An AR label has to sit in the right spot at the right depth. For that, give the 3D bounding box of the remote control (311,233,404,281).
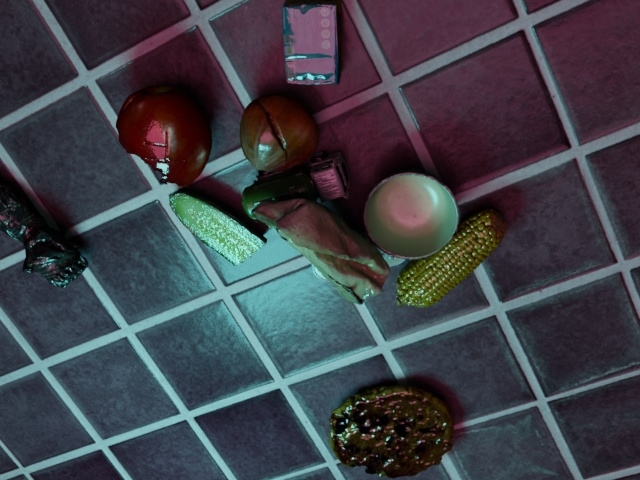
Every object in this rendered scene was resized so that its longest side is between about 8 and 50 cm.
[{"bbox_3d":[0.095,0.037,1.836,0.244,0.047,0.087,-15,117,15],"label":"remote control"}]

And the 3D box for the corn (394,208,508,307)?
[{"bbox_3d":[0.295,0.048,1.771,0.119,0.119,0.322,41,115,-12],"label":"corn"}]

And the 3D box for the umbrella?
[{"bbox_3d":[-0.725,-0.019,1.874,0.128,0.154,0.336,-40,106,15],"label":"umbrella"}]

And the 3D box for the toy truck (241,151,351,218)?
[{"bbox_3d":[-0.057,-0.120,1.735,0.242,0.125,0.101,-15,113,15],"label":"toy truck"}]

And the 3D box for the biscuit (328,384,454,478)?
[{"bbox_3d":[0.189,0.507,2.045,0.334,0.081,0.289,-11,114,10],"label":"biscuit"}]

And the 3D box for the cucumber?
[{"bbox_3d":[-0.250,-0.047,1.836,0.244,0.063,0.115,38,122,-11],"label":"cucumber"}]

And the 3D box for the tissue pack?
[{"bbox_3d":[-0.015,-0.418,1.598,0.120,0.082,0.169,1,117,7],"label":"tissue pack"}]

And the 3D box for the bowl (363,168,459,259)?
[{"bbox_3d":[0.203,-0.073,1.722,0.211,0.112,0.211,3,116,5],"label":"bowl"}]

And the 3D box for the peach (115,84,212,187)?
[{"bbox_3d":[-0.345,-0.224,1.694,0.190,0.196,0.226,15,122,39],"label":"peach"}]

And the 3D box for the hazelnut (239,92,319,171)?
[{"bbox_3d":[-0.100,-0.238,1.661,0.182,0.182,0.182,4,117,7],"label":"hazelnut"}]

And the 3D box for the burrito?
[{"bbox_3d":[0.002,0.000,1.673,0.135,0.190,0.332,-49,124,1],"label":"burrito"}]
